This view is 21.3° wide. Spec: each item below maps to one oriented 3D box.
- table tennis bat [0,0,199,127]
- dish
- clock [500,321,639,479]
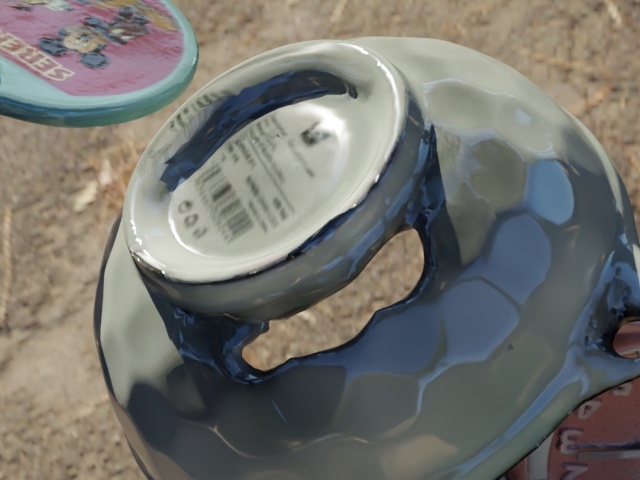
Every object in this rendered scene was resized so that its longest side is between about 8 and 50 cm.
[{"bbox_3d":[-0.163,-0.089,0.857,0.153,0.040,0.244,31,38,19],"label":"table tennis bat"},{"bbox_3d":[0.000,0.000,0.790,0.303,0.120,0.303,-20,43,19],"label":"dish"},{"bbox_3d":[0.161,0.092,0.869,0.166,0.162,0.093,6,21,-5],"label":"clock"}]
